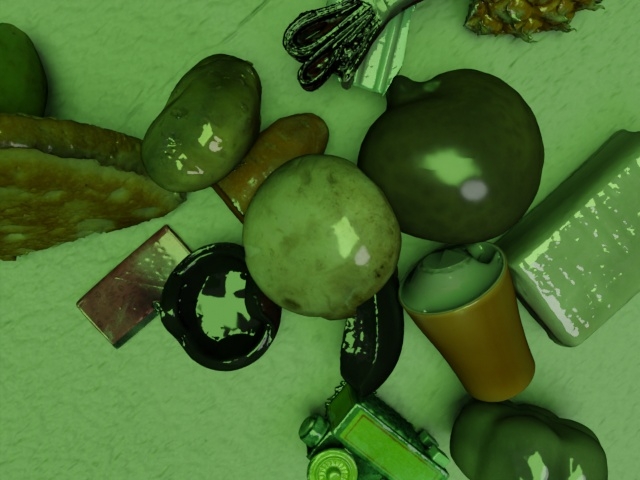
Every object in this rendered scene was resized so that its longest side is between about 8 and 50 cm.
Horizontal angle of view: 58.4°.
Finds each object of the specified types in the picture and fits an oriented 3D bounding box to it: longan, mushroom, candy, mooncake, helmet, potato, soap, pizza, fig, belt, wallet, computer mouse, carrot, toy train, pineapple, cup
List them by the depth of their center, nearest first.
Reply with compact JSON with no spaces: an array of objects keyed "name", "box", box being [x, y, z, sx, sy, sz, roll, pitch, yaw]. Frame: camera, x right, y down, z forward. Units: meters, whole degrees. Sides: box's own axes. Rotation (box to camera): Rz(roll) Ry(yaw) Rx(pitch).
[{"name":"mushroom","box":[0.000,0.000,0.856,0.254,0.184,0.255,2,102,8]},{"name":"belt","box":[0.100,-0.362,0.865,0.359,0.094,0.126,-38,94,6]},{"name":"pineapple","box":[0.407,-0.477,0.878,0.286,0.209,0.345,12,97,-2]},{"name":"potato","box":[-0.173,-0.191,0.897,0.191,0.296,0.141,-32,126,30]},{"name":"pizza","box":[-0.473,-0.075,0.916,0.406,0.439,0.130,-26,71,30]},{"name":"longan","box":[0.201,-0.133,0.918,0.300,0.243,0.300,1,82,-11]},{"name":"fig","box":[-0.540,-0.230,0.925,0.230,0.207,0.207,-43,96,1]},{"name":"soap","box":[0.079,-0.363,0.958,0.145,0.091,0.231,14,99,1]},{"name":"cup","box":[0.264,0.124,0.977,0.182,0.226,0.264,-12,121,35]},{"name":"helmet","box":[-0.160,0.110,0.980,0.189,0.193,0.216,-8,91,7]},{"name":"candy","box":[0.483,-0.006,0.983,0.358,0.145,0.208,-43,96,5]},{"name":"carrot","box":[-0.077,-0.126,0.983,0.159,0.159,0.225,44,83,-6]},{"name":"computer mouse","box":[0.104,0.127,0.987,0.087,0.168,0.296,9,95,20]},{"name":"mooncake","box":[0.356,0.358,0.988,0.274,0.275,0.135,15,91,-2]},{"name":"toy train","box":[0.092,0.395,1.046,0.271,0.159,0.188,40,91,-5]},{"name":"wallet","box":[-0.331,0.086,1.063,0.232,0.025,0.119,-40,96,5]}]
